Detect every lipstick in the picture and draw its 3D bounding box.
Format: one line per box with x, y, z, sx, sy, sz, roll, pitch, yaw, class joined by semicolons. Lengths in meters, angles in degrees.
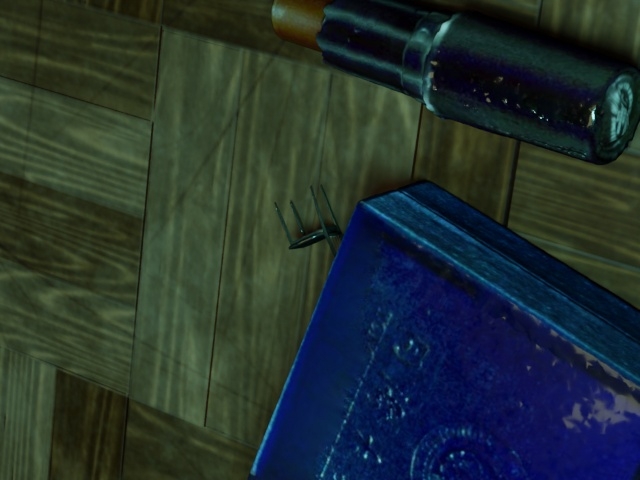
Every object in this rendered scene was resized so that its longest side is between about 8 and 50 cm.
0.089;-0.129;1.255;0.300;0.081;0.081;22;113;31;lipstick

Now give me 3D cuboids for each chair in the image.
-0.001;0.001;1.374;0.042;0.037;0.086;-31;80;23;chair

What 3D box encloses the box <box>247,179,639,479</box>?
0.114;0.138;1.290;0.279;0.116;0.261;34;119;25;box
